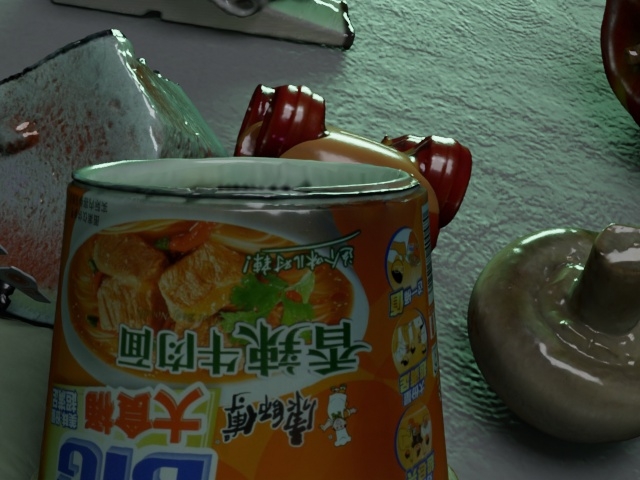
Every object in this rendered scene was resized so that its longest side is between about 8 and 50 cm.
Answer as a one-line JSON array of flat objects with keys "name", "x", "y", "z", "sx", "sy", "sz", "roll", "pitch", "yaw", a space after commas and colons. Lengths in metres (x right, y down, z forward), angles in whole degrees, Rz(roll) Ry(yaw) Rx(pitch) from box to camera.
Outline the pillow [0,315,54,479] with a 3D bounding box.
[{"name": "pillow", "x": -0.319, "y": 0.147, "z": 0.821, "sx": 0.312, "sy": 0.119, "sz": 0.310, "roll": 13, "pitch": 44, "yaw": -18}]

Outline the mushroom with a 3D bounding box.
[{"name": "mushroom", "x": 0.236, "y": 0.061, "z": 1.051, "sx": 0.207, "sy": 0.215, "sz": 0.207, "roll": 5, "pitch": 53, "yaw": -7}]

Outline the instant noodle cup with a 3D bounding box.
[{"name": "instant noodle cup", "x": -0.047, "y": 0.060, "z": 0.802, "sx": 0.296, "sy": 0.214, "sz": 0.296, "roll": 1, "pitch": 8, "yaw": 0}]

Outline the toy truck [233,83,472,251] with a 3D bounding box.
[{"name": "toy truck", "x": 0.000, "y": 0.000, "z": 1.057, "sx": 0.189, "sy": 0.239, "sz": 0.265, "roll": 19, "pitch": 5, "yaw": -9}]

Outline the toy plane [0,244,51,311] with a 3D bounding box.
[{"name": "toy plane", "x": -0.296, "y": 0.018, "z": 0.920, "sx": 0.197, "sy": 0.078, "sz": 0.053, "roll": 4, "pitch": 59, "yaw": 24}]

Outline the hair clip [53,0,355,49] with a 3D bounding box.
[{"name": "hair clip", "x": -0.114, "y": -0.277, "z": 1.295, "sx": 0.331, "sy": 0.101, "sz": 0.085, "roll": 3, "pitch": 54, "yaw": -17}]

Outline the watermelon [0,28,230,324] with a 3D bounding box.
[{"name": "watermelon", "x": -0.194, "y": -0.055, "z": 0.980, "sx": 0.320, "sy": 0.213, "sz": 0.289, "roll": -1, "pitch": 43, "yaw": -28}]

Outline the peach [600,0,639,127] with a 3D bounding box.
[{"name": "peach", "x": 0.474, "y": -0.183, "z": 1.371, "sx": 0.362, "sy": 0.201, "sz": 0.258, "roll": 8, "pitch": 8, "yaw": -32}]
